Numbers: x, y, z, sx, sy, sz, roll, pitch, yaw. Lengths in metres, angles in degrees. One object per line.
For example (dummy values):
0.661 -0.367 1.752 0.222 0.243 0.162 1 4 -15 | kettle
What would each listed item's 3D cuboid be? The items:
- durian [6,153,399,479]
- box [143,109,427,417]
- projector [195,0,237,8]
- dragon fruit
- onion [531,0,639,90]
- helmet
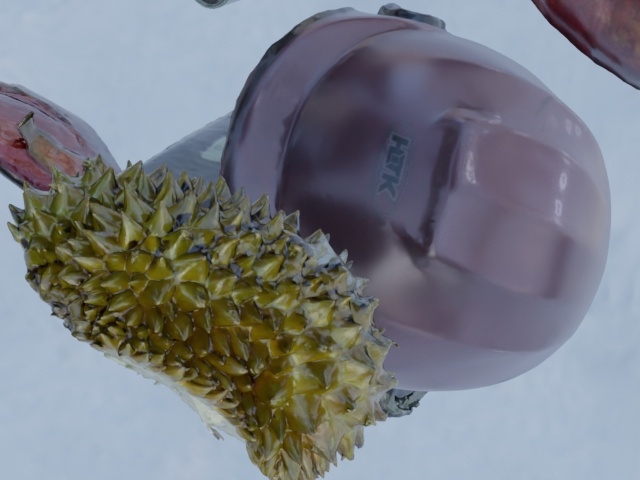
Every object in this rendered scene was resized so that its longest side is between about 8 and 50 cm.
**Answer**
-0.059 0.028 1.116 0.138 0.249 0.183 -38 33 32 | durian
0.000 0.000 1.822 0.350 0.359 0.091 27 120 14 | box
-0.081 -0.259 1.719 0.083 0.082 0.083 46 120 8 | projector
-0.318 -0.108 2.093 0.100 0.282 0.343 -60 33 3 | dragon fruit
0.209 -0.194 0.867 0.273 0.285 0.273 2 67 -6 | onion
0.091 -0.018 1.385 0.197 0.338 0.271 12 79 27 | helmet
